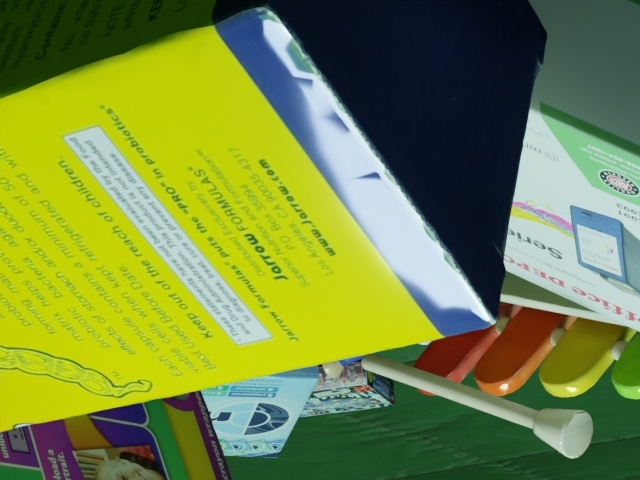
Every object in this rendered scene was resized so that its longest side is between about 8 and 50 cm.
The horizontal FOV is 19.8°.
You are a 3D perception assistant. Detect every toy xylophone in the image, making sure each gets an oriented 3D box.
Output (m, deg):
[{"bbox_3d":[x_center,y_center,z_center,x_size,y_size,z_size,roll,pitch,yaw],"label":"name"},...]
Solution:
[{"bbox_3d":[0.166,0.047,1.195,0.323,0.236,0.081,21,148,52],"label":"toy xylophone"}]

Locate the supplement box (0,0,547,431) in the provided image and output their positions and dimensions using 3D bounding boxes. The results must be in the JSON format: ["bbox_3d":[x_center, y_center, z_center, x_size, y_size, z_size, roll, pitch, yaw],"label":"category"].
[{"bbox_3d":[-0.102,-0.054,0.859,0.356,0.194,0.195,-14,131,30],"label":"supplement box"}]

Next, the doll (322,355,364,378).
[{"bbox_3d":[0.079,0.066,1.552,0.189,0.046,0.129,-20,146,26],"label":"doll"}]

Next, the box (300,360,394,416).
[{"bbox_3d":[-0.005,0.150,1.811,0.137,0.027,0.094,-9,159,18],"label":"box"}]

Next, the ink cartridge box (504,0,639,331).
[{"bbox_3d":[0.154,-0.045,1.024,0.154,0.093,0.212,26,161,23],"label":"ink cartridge box"}]

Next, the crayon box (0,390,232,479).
[{"bbox_3d":[-0.211,0.095,1.095,0.106,0.363,0.313,-41,144,26],"label":"crayon box"}]

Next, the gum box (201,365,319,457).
[{"bbox_3d":[-0.098,0.148,1.719,0.157,0.041,0.184,4,151,-13],"label":"gum box"}]
